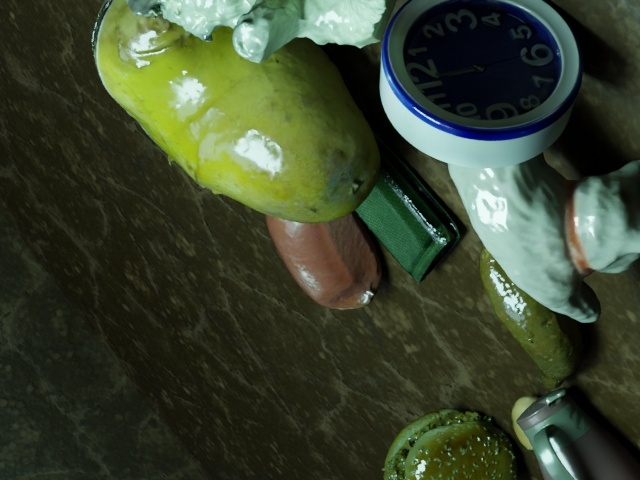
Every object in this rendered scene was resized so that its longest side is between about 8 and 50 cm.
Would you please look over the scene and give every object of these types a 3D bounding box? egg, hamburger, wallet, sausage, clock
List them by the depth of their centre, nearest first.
[{"bbox_3d":[0.184,-0.193,1.756,0.230,0.230,0.083,41,156,21],"label":"clock"},{"bbox_3d":[0.101,-0.060,2.259,0.236,0.055,0.160,52,150,11],"label":"wallet"},{"bbox_3d":[0.325,0.274,2.304,0.071,0.071,0.083,0,118,58],"label":"egg"},{"bbox_3d":[0.000,0.000,2.401,0.148,0.148,0.254,19,140,48],"label":"sausage"},{"bbox_3d":[0.208,0.380,2.466,0.122,0.215,0.189,-159,51,-69],"label":"hamburger"}]

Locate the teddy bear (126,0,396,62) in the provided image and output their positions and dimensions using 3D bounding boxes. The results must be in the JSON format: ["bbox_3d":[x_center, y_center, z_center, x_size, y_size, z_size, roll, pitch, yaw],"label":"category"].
[{"bbox_3d":[-0.067,-0.370,1.833,0.362,0.327,0.375,20,163,2],"label":"teddy bear"}]

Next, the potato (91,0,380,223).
[{"bbox_3d":[-0.078,-0.194,2.081,0.296,0.290,0.397,37,165,41],"label":"potato"}]

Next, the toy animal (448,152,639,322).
[{"bbox_3d":[0.281,-0.085,1.842,0.188,0.266,0.308,-30,54,50],"label":"toy animal"}]

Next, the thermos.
[{"bbox_3d":[0.387,0.342,2.195,0.146,0.176,0.265,-36,87,21],"label":"thermos"}]

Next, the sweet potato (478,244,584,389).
[{"bbox_3d":[0.296,0.103,2.102,0.310,0.098,0.124,62,-177,-26],"label":"sweet potato"}]
